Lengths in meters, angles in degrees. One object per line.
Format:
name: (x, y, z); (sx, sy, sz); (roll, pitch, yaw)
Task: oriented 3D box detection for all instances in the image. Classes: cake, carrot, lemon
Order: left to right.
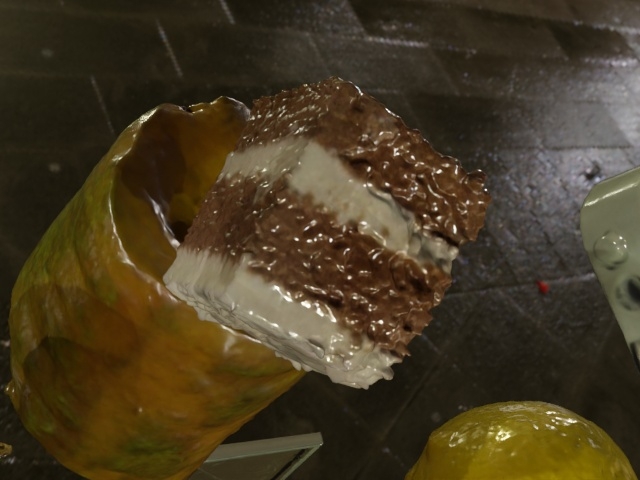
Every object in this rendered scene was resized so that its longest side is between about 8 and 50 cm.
carrot: (-0.119, 0.052, 0.736); (0.241, 0.340, 0.241); (26, 40, -24)
cake: (0.000, 0.000, 0.536); (0.135, 0.134, 0.147); (34, 74, -24)
lemon: (0.197, 0.267, 0.854); (0.234, 0.288, 0.233); (0, 79, 2)

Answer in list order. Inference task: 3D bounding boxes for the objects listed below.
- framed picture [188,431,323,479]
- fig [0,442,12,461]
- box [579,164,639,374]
framed picture: (-0.161, 0.360, 1.324); (0.247, 0.335, 0.022); (-3, 62, -21)
fig: (-0.385, 0.288, 0.804); (0.151, 0.151, 0.259); (30, 70, -9)
box: (0.402, 0.075, 0.681); (0.373, 0.090, 0.367); (-19, 81, -27)
